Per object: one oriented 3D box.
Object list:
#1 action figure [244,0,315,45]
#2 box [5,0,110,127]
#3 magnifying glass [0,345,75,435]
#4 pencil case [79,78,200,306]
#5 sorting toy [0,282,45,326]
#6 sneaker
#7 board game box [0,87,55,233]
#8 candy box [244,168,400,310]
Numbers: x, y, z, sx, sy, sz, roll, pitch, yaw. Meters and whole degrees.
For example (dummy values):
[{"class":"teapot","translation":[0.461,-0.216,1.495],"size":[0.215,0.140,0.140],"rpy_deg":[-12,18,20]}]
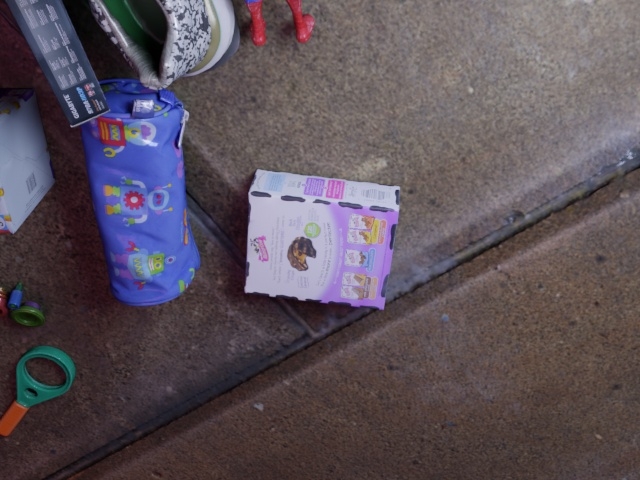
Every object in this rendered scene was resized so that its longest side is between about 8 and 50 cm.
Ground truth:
[{"class":"action figure","translation":[-0.063,-0.362,0.846],"size":[0.091,0.139,0.280],"rpy_deg":[-4,145,6]},{"class":"box","translation":[-0.305,-0.257,0.845],"size":[0.051,0.175,0.220],"rpy_deg":[-26,145,-10]},{"class":"magnifying glass","translation":[-0.487,0.256,1.330],"size":[0.092,0.026,0.231],"rpy_deg":[34,119,-15]},{"class":"pencil case","translation":[-0.229,-0.060,1.034],"size":[0.133,0.119,0.306],"rpy_deg":[-1,123,-2]},{"class":"sorting toy","translation":[-0.469,0.094,1.216],"size":[0.101,0.042,0.061],"rpy_deg":[19,140,-19]},{"class":"sneaker","translation":[-0.232,-0.331,0.819],"size":[0.158,0.182,0.410],"rpy_deg":[-26,116,21]},{"class":"board game box","translation":[-0.512,-0.108,1.022],"size":[0.275,0.144,0.142],"rpy_deg":[1,122,5]},{"class":"candy box","translation":[0.000,0.000,1.074],"size":[0.196,0.070,0.165],"rpy_deg":[7,124,2]}]
